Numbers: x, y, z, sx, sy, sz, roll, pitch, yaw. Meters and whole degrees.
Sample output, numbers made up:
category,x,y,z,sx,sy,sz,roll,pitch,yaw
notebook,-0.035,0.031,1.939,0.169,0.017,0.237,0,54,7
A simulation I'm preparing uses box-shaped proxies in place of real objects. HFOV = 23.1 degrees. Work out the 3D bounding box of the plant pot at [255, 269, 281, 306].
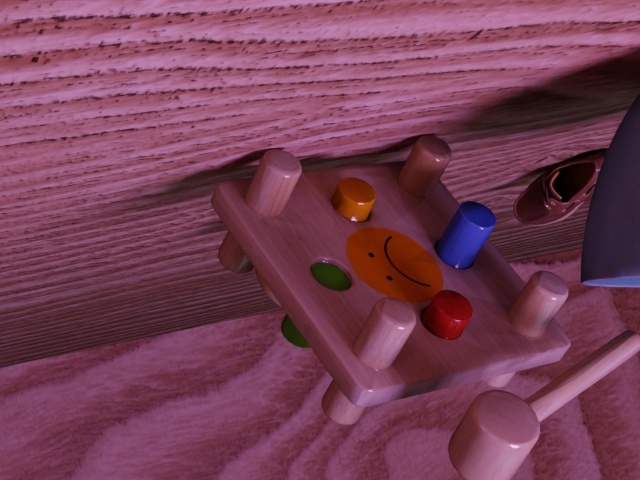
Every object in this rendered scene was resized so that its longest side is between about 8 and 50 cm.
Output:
category,x,y,z,sx,sy,sz,roll,pitch,yaw
plant pot,0.000,0.000,1.657,0.134,0.134,0.095,-11,147,-15

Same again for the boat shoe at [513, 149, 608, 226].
category,x,y,z,sx,sy,sz,roll,pitch,yaw
boat shoe,0.294,-0.066,1.901,0.060,0.064,0.178,-1,162,-39

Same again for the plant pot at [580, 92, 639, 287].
category,x,y,z,sx,sy,sz,roll,pitch,yaw
plant pot,0.362,-0.063,1.303,0.290,0.196,0.290,0,176,0

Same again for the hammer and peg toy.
category,x,y,z,sx,sy,sz,roll,pitch,yaw
hammer and peg toy,0.095,0.066,1.358,0.266,0.361,0.127,-9,140,-39
